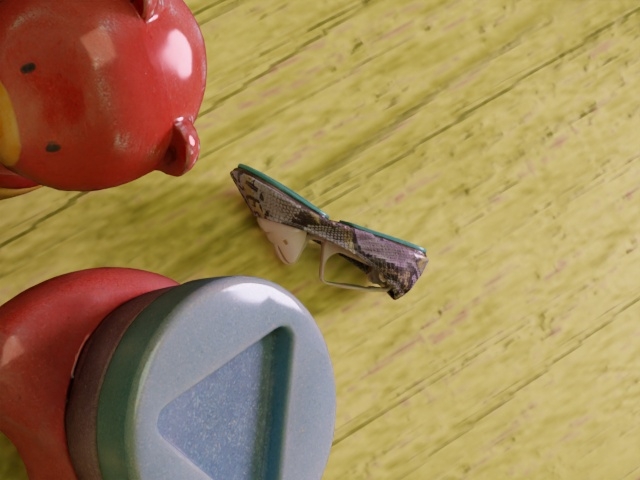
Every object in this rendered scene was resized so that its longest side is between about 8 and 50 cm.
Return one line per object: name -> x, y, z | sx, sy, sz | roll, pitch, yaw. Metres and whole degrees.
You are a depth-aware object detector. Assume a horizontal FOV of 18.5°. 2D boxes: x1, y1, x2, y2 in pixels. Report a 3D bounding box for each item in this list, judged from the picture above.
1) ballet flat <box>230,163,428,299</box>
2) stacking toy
ballet flat -> 0.000, 0.000, 1.011 | 0.114, 0.041, 0.041 | 25, 70, -12
stacking toy -> -0.120, 0.051, 0.821 | 0.279, 0.130, 0.309 | -45, 125, -34
